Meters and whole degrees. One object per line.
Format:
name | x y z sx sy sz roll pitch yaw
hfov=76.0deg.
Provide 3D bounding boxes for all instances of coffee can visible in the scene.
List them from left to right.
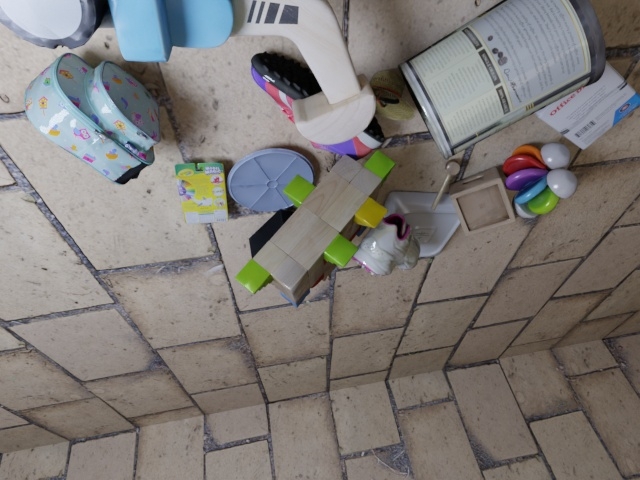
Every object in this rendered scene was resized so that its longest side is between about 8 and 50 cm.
coffee can | 0.308 -0.299 0.733 0.275 0.202 0.201 -27 140 17

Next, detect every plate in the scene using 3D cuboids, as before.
plate | 0.289 -0.029 1.199 0.277 0.045 0.278 -1 141 -17

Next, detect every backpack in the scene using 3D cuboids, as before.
backpack | -0.364 -0.208 0.674 0.144 0.166 0.188 -33 141 22

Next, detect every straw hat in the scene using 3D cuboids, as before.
straw hat | 0.125 -0.293 0.793 0.144 0.144 0.061 23 89 -37

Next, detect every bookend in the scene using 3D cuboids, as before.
bookend | -0.082 -0.001 1.086 0.156 0.073 0.157 10 145 -40

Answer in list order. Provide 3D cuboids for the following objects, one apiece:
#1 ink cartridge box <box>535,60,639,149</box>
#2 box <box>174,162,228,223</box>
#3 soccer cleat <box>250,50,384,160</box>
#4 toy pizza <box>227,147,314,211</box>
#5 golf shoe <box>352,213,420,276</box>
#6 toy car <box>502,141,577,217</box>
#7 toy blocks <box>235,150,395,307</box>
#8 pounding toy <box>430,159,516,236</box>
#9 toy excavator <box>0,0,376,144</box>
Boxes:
ink cartridge box | 0.570 -0.309 0.895 0.203 0.086 0.148 17 133 -32
box | -0.266 -0.112 0.927 0.105 0.043 0.179 -4 144 -12
soccer cleat | -0.013 -0.240 0.796 0.318 0.109 0.116 19 136 -38
toy pizza | -0.113 -0.140 0.943 0.201 0.032 0.201 -10 146 -7
golf shoe | 0.197 0.001 1.030 0.306 0.115 0.140 -11 130 -59
toy car | 0.516 -0.153 1.005 0.136 0.182 0.159 12 154 -18
toy blocks | 0.000 0.000 0.909 0.381 0.190 0.261 -50 167 -15
pounding toy | 0.376 -0.126 1.062 0.181 0.094 0.206 -20 112 25
toy excavator | -0.126 -0.319 0.506 0.444 0.223 0.433 -2 135 -7
